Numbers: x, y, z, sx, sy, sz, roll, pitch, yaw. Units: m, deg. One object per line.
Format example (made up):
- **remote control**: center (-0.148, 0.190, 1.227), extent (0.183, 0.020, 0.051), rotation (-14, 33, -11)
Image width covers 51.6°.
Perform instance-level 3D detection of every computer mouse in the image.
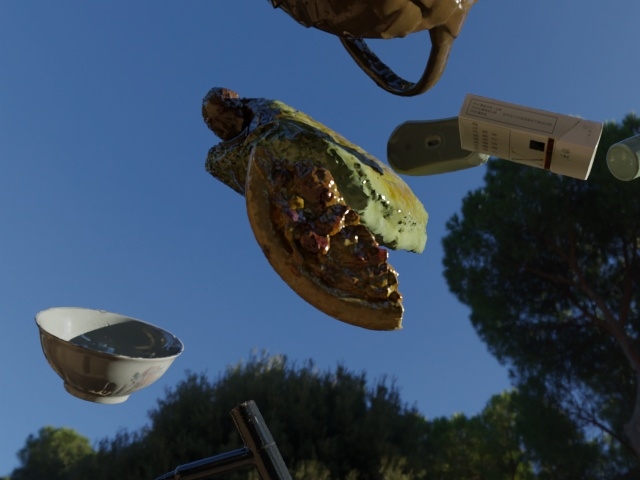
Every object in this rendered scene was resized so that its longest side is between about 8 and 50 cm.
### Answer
- **computer mouse**: center (0.191, -0.147, 1.018), extent (0.181, 0.056, 0.089), rotation (-5, -96, 35)

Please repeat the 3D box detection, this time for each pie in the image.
- **pie**: center (0.008, -0.096, 1.133), extent (0.395, 0.418, 0.181), rotation (23, -82, -45)

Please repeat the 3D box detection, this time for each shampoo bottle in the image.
- **shampoo bottle**: center (0.492, -0.139, 0.926), extent (0.195, 0.056, 0.056), rotation (-21, -54, -17)

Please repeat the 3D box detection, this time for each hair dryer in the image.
- **hair dryer**: center (-0.154, 0.371, 1.038), extent (0.173, 0.194, 0.050), rotation (58, -20, 23)

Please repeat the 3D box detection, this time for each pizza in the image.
- **pizza**: center (0.002, -0.001, 0.704), extent (0.246, 0.127, 0.058), rotation (62, -20, 5)

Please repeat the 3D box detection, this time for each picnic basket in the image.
- **picnic basket**: center (0.077, -0.341, 0.864), extent (0.293, 0.337, 0.337), rotation (51, -44, 27)

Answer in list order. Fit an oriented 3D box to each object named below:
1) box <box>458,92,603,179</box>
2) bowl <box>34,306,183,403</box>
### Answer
- **box**: center (0.242, -0.121, 0.774), extent (0.154, 0.040, 0.084), rotation (19, -16, 20)
- **bowl**: center (-0.276, 0.155, 0.848), extent (0.188, 0.189, 0.086), rotation (16, -86, 8)
